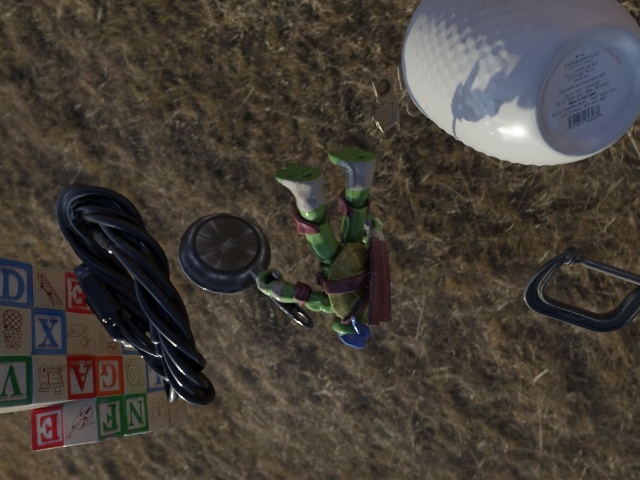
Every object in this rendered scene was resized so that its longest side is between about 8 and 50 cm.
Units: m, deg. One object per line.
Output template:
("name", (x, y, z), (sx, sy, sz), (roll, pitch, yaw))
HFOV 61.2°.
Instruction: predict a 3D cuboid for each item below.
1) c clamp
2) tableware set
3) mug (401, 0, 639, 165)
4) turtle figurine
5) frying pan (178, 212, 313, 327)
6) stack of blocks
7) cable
("c clamp", (0.322, 0.048, 0.617), (0.160, 0.022, 0.137), (13, 126, -3))
("tableware set", (0.186, -0.345, 1.280), (0.020, 0.168, 0.141), (36, 153, 51))
("mug", (0.352, -0.266, 0.817), (0.373, 0.328, 0.277), (-11, 120, -8))
("turtle figurine", (0.000, 0.000, 0.797), (0.197, 0.275, 0.267), (-5, 119, 0))
("frying pan", (-0.169, 0.070, 1.121), (0.326, 0.197, 0.053), (58, 153, 22))
("stack of blocks", (-0.265, 0.132, 0.588), (0.087, 0.297, 0.171), (-13, 75, 14))
("cable", (-0.131, 0.041, 0.400), (0.184, 0.047, 0.151), (48, 144, 18))
